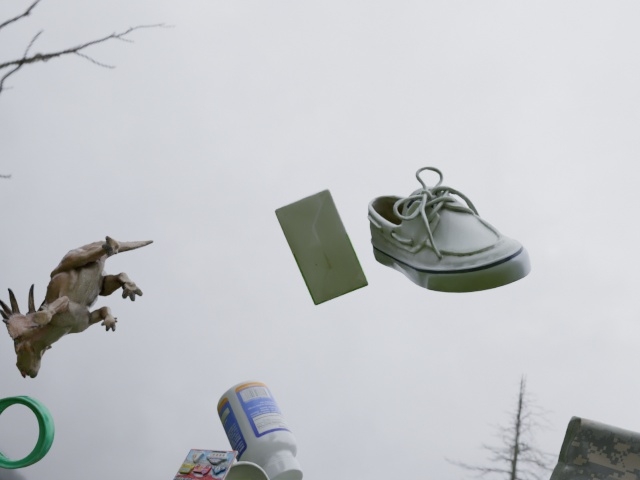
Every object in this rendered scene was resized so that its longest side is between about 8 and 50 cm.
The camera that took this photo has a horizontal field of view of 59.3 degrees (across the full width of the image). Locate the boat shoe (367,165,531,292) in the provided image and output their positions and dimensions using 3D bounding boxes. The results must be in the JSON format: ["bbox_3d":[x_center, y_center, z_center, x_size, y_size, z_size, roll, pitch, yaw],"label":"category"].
[{"bbox_3d":[0.169,-0.032,0.863,0.367,0.135,0.157,-153,-137,-71],"label":"boat shoe"}]

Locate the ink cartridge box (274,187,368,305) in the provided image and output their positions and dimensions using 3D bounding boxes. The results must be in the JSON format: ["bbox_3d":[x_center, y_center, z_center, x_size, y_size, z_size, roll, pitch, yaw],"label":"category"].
[{"bbox_3d":[0.000,0.000,1.230,0.119,0.353,0.207,-23,-86,1],"label":"ink cartridge box"}]

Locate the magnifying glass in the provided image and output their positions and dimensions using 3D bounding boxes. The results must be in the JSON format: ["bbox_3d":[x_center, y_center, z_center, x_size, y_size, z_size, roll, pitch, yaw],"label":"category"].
[{"bbox_3d":[-0.465,0.242,0.755,0.230,0.092,0.026,10,-8,12],"label":"magnifying glass"}]

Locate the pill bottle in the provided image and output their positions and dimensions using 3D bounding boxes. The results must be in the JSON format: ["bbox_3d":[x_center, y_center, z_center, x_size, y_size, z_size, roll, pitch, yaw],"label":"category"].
[{"bbox_3d":[-0.149,0.499,1.414,0.272,0.152,0.152,52,-15,44],"label":"pill bottle"}]

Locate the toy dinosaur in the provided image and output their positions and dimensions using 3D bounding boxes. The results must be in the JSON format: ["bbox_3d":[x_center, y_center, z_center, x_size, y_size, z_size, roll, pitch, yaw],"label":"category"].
[{"bbox_3d":[-0.425,0.083,0.954,0.200,0.296,0.127,1,-40,39],"label":"toy dinosaur"}]

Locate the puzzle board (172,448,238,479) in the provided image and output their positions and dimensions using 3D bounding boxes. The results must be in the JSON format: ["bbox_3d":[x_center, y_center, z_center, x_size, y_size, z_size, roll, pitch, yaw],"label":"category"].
[{"bbox_3d":[-0.240,0.468,1.147,0.128,0.096,0.011,-9,-57,29],"label":"puzzle board"}]

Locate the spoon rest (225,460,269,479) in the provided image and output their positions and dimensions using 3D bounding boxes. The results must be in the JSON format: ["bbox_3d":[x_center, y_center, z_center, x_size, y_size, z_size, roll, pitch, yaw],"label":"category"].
[{"bbox_3d":[-0.134,0.581,1.217,0.276,0.137,0.084,50,-14,-27],"label":"spoon rest"}]

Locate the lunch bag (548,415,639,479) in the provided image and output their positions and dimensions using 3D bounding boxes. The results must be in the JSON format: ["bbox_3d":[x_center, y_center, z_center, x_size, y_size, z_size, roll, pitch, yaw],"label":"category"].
[{"bbox_3d":[0.472,0.387,0.742,0.287,0.169,0.235,45,-26,-26],"label":"lunch bag"}]
